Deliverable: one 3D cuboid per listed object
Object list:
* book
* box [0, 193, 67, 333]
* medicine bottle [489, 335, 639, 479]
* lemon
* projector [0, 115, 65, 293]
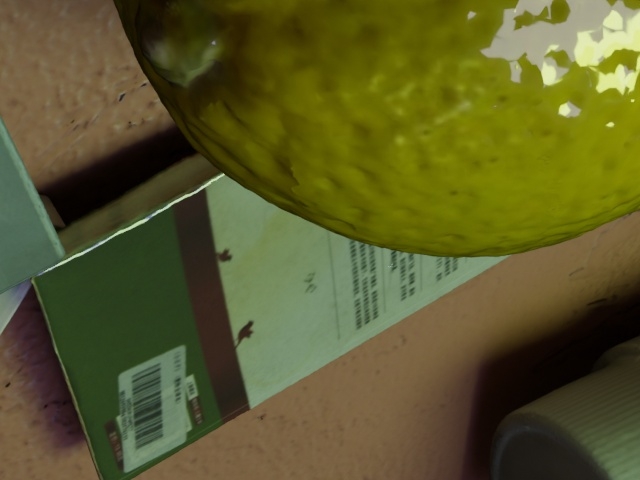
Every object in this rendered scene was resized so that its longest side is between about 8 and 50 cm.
[{"bbox_3d":[0.000,0.000,0.858,0.289,0.026,0.201,-29,145,-17],"label":"book"},{"bbox_3d":[-0.203,0.054,0.770,0.109,0.029,0.198,11,123,-45],"label":"box"},{"bbox_3d":[0.284,0.143,1.081,0.306,0.245,0.245,-20,141,-20],"label":"medicine bottle"},{"bbox_3d":[0.057,-0.118,0.615,0.267,0.267,0.267,-22,142,-19],"label":"lemon"},{"bbox_3d":[-0.154,-0.057,0.613,0.061,0.115,0.147,-31,143,-10],"label":"projector"}]
